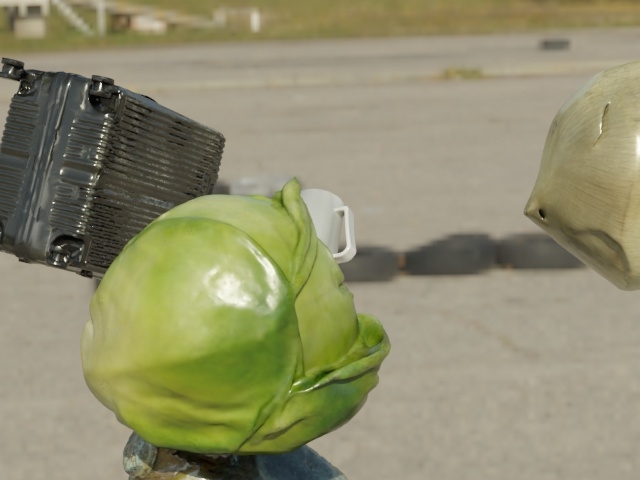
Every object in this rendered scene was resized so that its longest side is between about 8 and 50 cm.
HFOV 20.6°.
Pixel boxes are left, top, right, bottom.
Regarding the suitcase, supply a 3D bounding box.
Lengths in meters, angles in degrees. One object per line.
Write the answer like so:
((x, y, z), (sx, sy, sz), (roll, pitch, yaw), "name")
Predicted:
((-0.260, -0.068, 2.110), (0.152, 0.230, 0.335), (13, -3, 23), "suitcase")

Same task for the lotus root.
((-0.062, 0.291, 1.894), (0.349, 0.175, 0.175), (35, -1, -16), "lotus root")

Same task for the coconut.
((0.288, -0.060, 1.591), (0.224, 0.224, 0.224), (-1, 9, 0), "coconut")

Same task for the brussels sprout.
((-0.082, 0.084, 1.731), (0.294, 0.259, 0.227), (-9, 22, 11), "brussels sprout")

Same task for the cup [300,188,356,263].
((0.000, 0.000, 2.072), (0.104, 0.116, 0.074), (-12, -41, 36), "cup")
